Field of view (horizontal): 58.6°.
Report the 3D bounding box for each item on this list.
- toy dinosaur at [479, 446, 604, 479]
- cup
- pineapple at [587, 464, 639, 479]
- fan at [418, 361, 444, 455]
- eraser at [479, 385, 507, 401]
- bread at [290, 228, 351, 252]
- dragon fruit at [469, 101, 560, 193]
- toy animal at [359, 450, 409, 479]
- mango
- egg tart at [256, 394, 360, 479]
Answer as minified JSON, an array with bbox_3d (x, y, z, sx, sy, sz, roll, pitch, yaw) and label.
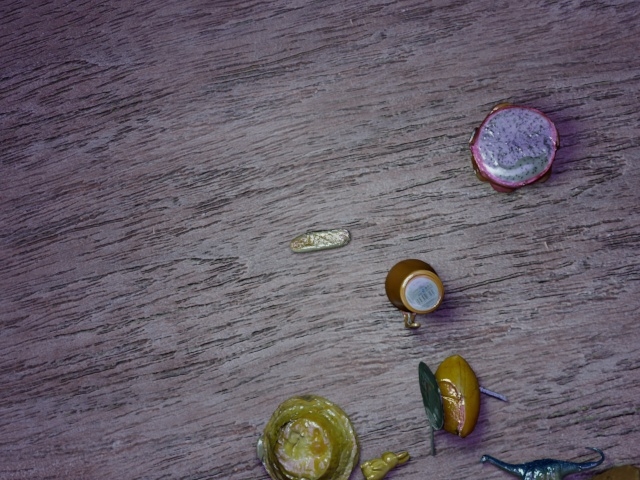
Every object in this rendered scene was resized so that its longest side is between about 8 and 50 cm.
[{"bbox_3d":[0.675,0.712,1.718,0.364,0.076,0.147,-8,71,11],"label":"toy dinosaur"},{"bbox_3d":[0.301,0.174,1.805,0.183,0.264,0.225,5,91,2],"label":"cup"},{"bbox_3d":[0.913,0.833,1.600,0.223,0.223,0.357,-34,83,1],"label":"pineapple"},{"bbox_3d":[0.337,0.504,1.783,0.012,0.294,0.223,-8,45,-8],"label":"fan"},{"bbox_3d":[0.545,0.488,1.809,0.100,0.027,0.019,19,74,12],"label":"eraser"},{"bbox_3d":[0.001,0.000,1.986,0.215,0.053,0.072,-10,81,4],"label":"bread"},{"bbox_3d":[0.632,-0.292,1.885,0.291,0.189,0.290,-1,84,15],"label":"dragon fruit"},{"bbox_3d":[0.208,0.710,1.806,0.160,0.083,0.070,-29,49,-9],"label":"toy animal"},{"bbox_3d":[0.421,0.484,1.780,0.154,0.126,0.251,2,72,6],"label":"mango"},{"bbox_3d":[-0.042,0.664,1.819,0.342,0.129,0.340,-2,80,9],"label":"egg tart"}]
